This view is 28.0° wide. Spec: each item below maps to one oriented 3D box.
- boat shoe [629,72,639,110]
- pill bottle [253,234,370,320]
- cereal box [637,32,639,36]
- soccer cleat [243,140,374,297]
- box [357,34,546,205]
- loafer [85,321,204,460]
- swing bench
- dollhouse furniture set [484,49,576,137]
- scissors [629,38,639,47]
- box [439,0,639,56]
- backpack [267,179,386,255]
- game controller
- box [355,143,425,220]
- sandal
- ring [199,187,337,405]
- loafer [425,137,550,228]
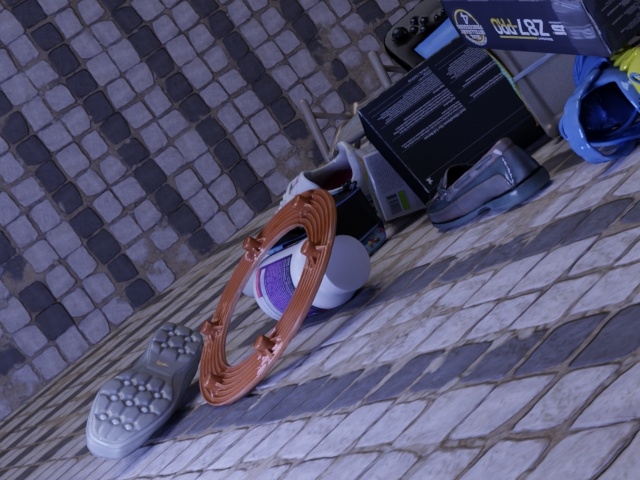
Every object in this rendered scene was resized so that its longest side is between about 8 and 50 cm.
[{"bbox_3d":[0.392,-0.154,1.349,0.089,0.109,0.258,-9,9,42],"label":"boat shoe"},{"bbox_3d":[-0.010,0.050,1.834,0.108,0.108,0.193,-40,8,-30],"label":"pill bottle"},{"bbox_3d":[0.605,-0.413,2.092,0.240,0.047,0.173,-31,7,7],"label":"cereal box"},{"bbox_3d":[-0.040,-0.044,2.265,0.331,0.143,0.116,-43,47,1],"label":"soccer cleat"},{"bbox_3d":[0.217,-0.192,1.955,0.261,0.184,0.103,-36,-26,-5],"label":"box"},{"bbox_3d":[-0.256,0.237,1.892,0.319,0.112,0.111,-51,-19,-61],"label":"loafer"},{"bbox_3d":[0.110,-0.190,2.425,0.165,0.255,0.253,-2,-16,-38],"label":"swing bench"},{"bbox_3d":[0.402,-0.310,1.854,0.301,0.197,0.151,-33,9,17],"label":"dollhouse furniture set"},{"bbox_3d":[0.433,-0.265,2.122,0.297,0.021,0.109,-28,11,45],"label":"scissors"},{"bbox_3d":[0.384,-0.394,1.640,0.395,0.097,0.318,-42,23,-14],"label":"box"},{"bbox_3d":[0.000,0.000,2.072,0.158,0.117,0.173,-41,9,-33],"label":"backpack"},{"bbox_3d":[0.260,-0.315,2.259,0.166,0.319,0.067,-47,-29,0],"label":"game controller"},{"bbox_3d":[0.128,-0.111,2.119,0.103,0.114,0.203,-20,7,0],"label":"box"},{"bbox_3d":[0.345,-0.172,1.572,0.138,0.126,0.317,-39,5,9],"label":"sandal"},{"bbox_3d":[-0.084,0.071,1.779,0.336,0.032,0.336,-49,24,30],"label":"ring"},{"bbox_3d":[0.212,-0.083,1.737,0.096,0.084,0.267,-39,8,-23],"label":"loafer"}]
